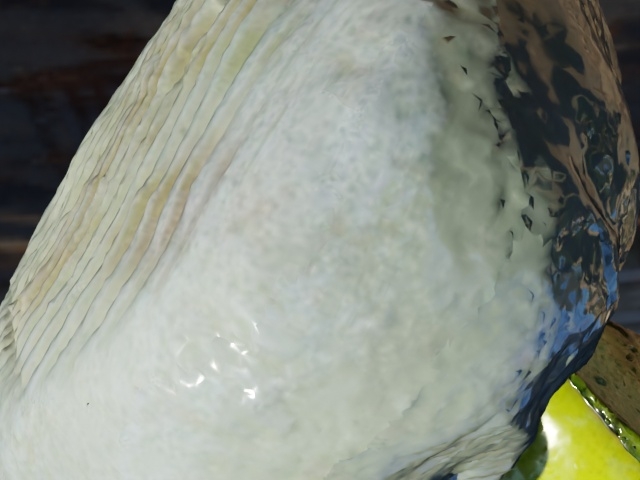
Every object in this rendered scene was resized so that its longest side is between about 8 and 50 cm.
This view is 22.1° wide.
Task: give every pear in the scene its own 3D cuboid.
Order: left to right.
[{"bbox_3d":[0.181,0.184,1.203,0.292,0.159,0.292,-8,143,-6],"label":"pear"}]

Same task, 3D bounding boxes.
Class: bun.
[{"bbox_3d":[0.000,0.000,0.738,0.211,0.361,0.362,31,156,-23],"label":"bun"}]
